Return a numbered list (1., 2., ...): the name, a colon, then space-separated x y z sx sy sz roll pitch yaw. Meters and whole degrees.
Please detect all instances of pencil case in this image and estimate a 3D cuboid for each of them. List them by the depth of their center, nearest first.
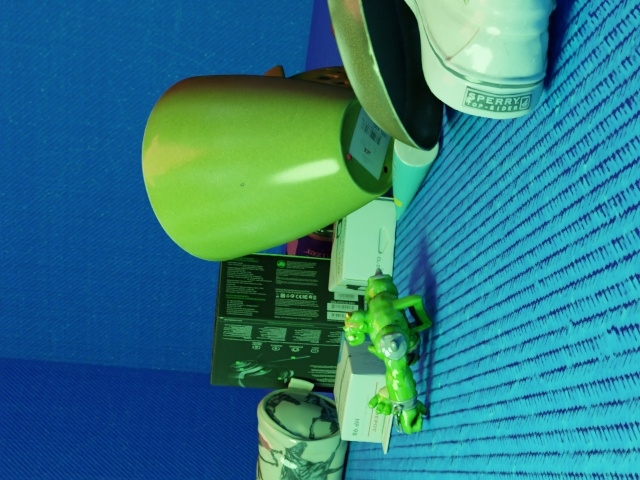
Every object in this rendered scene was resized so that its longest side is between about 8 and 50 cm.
1. pencil case: -0.049 0.457 1.805 0.183 0.160 0.410 -122 37 -64

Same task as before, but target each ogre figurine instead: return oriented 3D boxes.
1. ogre figurine: 0.082 0.115 1.194 0.197 0.097 0.118 -68 -27 -50

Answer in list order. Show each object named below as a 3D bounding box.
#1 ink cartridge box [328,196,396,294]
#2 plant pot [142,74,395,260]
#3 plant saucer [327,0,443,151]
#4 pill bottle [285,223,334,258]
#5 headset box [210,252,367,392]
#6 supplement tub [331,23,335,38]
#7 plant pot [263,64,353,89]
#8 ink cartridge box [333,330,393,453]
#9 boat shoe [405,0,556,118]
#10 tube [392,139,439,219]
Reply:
1. ink cartridge box: 0.061 0.009 1.553 0.175 0.072 0.127 124 151 -79
2. plant pot: -0.047 -0.117 1.431 0.294 0.275 0.274 -6 75 40
3. plant saucer: 0.068 -0.245 1.115 0.310 0.050 0.310 -9 -90 -69
4. pill bottle: 0.000 0.000 1.924 0.219 0.123 0.122 102 171 -53
5. headset box: -0.062 0.154 1.793 0.283 0.246 0.131 102 171 -56
6. supplement tub: 0.074 -0.357 1.610 0.198 0.106 0.106 112 163 -72
7. plant pot: -0.006 -0.172 1.724 0.228 0.207 0.227 -102 19 -68
8. ink cartridge box: 0.060 0.210 1.443 0.180 0.060 0.104 -102 18 -71
9. boat shoe: 0.123 -0.269 0.892 0.367 0.136 0.156 -95 11 -49
10. tube: 0.112 -0.089 1.304 0.207 0.052 0.080 92 -167 -77
